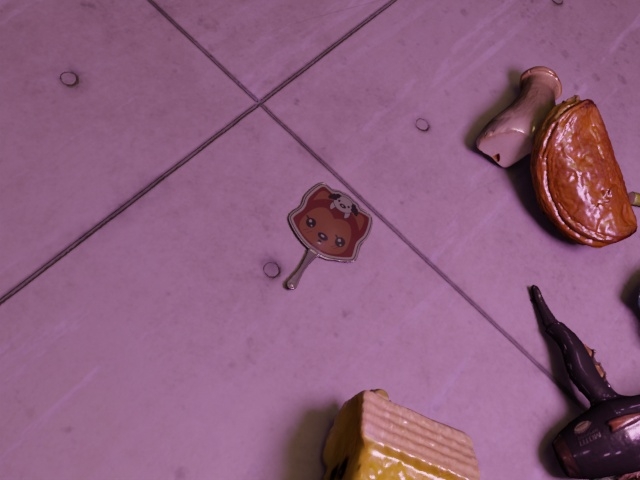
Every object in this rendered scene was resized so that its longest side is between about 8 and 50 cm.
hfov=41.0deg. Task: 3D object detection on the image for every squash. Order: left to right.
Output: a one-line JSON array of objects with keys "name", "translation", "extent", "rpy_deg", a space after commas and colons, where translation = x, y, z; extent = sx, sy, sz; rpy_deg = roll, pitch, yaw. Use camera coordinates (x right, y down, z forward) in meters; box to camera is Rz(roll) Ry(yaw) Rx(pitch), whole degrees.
[{"name": "squash", "translation": [0.643, -0.077, 1.679], "extent": [0.083, 0.027, 0.027], "rpy_deg": [8, 61, -19]}]

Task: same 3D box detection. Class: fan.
[{"name": "fan", "translation": [0.000, 0.000, 1.386], "extent": [0.132, 0.009, 0.220], "rpy_deg": [32, 55, -1]}]

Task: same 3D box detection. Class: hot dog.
[{"name": "hot dog", "translation": [0.474, -0.122, 1.555], "extent": [0.196, 0.122, 0.272], "rpy_deg": [-24, 92, -39]}]

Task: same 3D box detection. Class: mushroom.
[{"name": "mushroom", "translation": [0.388, -0.230, 1.618], "extent": [0.247, 0.108, 0.096], "rpy_deg": [-52, 130, -32]}]

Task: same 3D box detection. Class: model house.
[{"name": "model house", "translation": [0.106, 0.325, 1.156], "extent": [0.193, 0.175, 0.234], "rpy_deg": [23, 60, -9]}]

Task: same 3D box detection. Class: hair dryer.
[{"name": "hair dryer", "translation": [0.463, 0.191, 1.390], "extent": [0.303, 0.120, 0.359], "rpy_deg": [-28, 56, 2]}]

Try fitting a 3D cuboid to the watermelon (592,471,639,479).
[{"name": "watermelon", "translation": [0.460, 0.420, 1.320], "extent": [0.101, 0.080, 0.155], "rpy_deg": [7, 76, -9]}]

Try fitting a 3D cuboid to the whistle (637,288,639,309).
[{"name": "whistle", "translation": [0.672, 0.066, 1.562], "extent": [0.142, 0.134, 0.346], "rpy_deg": [11, 42, 26]}]
